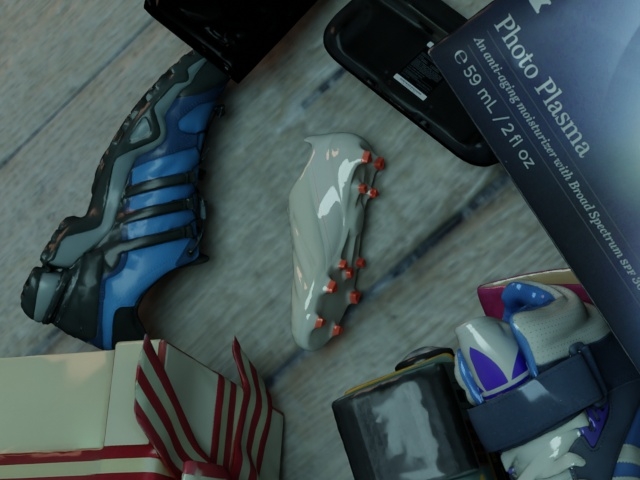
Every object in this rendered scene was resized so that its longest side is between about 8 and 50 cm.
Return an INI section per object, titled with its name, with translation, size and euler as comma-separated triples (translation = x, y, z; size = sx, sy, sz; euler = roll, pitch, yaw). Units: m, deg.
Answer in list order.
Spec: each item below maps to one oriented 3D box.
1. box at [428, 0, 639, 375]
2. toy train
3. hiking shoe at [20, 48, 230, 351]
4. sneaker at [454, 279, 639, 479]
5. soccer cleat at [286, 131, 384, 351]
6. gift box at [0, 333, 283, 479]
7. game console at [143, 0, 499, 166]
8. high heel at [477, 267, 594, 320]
[box]
translation = 0.288, -0.099, 1.096
size = 0.294, 0.183, 0.296
euler = -36, 81, 21
[toy train]
translation = 0.115, 0.241, 1.237
size = 0.142, 0.190, 0.333
euler = -21, 76, 19
[hiking shoe]
translation = -0.148, -0.036, 1.441
size = 0.132, 0.113, 0.304
euler = 32, 90, -8
[sneaker]
translation = 0.159, 0.170, 1.130
size = 0.236, 0.322, 0.130
euler = 44, 132, -14
[soccer cleat]
translation = 0.000, 0.000, 1.383
size = 0.076, 0.068, 0.196
euler = 9, 81, 28
[gift box]
translation = -0.171, 0.204, 1.312
size = 0.258, 0.255, 0.276
euler = -5, 72, 24
[game console]
translation = 0.030, -0.187, 1.371
size = 0.361, 0.044, 0.213
euler = 40, 80, 17
[high heel]
translation = 0.243, 0.013, 1.271
size = 0.117, 0.082, 0.244
euler = 50, 116, 9
